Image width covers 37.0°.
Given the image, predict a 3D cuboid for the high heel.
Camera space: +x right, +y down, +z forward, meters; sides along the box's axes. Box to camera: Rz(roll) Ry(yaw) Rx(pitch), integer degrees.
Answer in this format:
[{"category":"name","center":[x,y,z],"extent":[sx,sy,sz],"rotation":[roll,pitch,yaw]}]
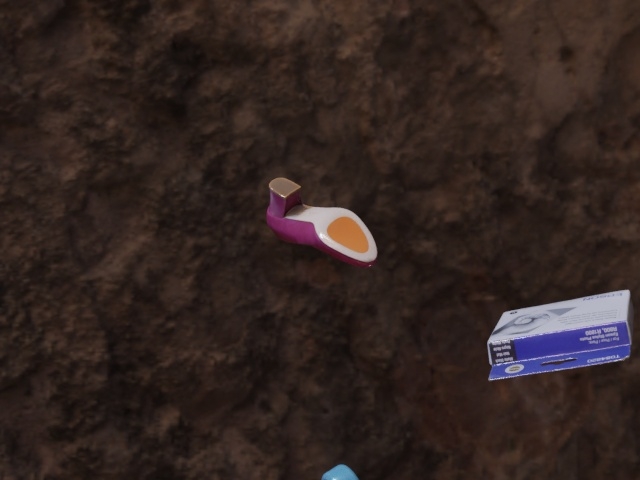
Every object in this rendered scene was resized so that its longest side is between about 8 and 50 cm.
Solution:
[{"category":"high heel","center":[0.000,0.000,1.543],"extent":[0.082,0.244,0.117],"rotation":[-38,-36,-32]}]

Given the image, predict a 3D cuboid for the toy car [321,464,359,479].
[{"category":"toy car","center":[0.015,0.439,1.322],"extent":[0.219,0.238,0.210],"rotation":[-27,-95,-24]}]

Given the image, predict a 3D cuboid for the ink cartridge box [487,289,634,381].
[{"category":"ink cartridge box","center":[0.385,0.148,1.532],"extent":[0.224,0.223,0.045],"rotation":[-39,-65,-66]}]
